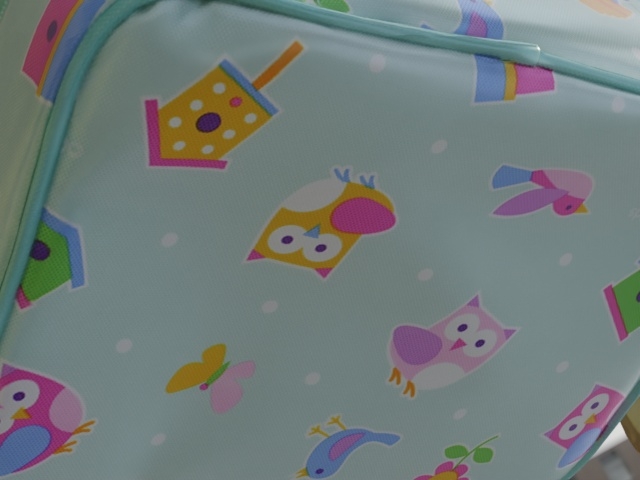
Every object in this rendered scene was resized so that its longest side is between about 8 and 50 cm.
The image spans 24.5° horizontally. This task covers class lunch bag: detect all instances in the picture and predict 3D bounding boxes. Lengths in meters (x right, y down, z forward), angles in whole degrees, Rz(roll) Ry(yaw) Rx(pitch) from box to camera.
[{"bbox_3d":[0.000,0.000,0.503,0.279,0.224,0.108,7,36,-31],"label":"lunch bag"}]

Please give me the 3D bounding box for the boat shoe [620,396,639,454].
[{"bbox_3d":[0.176,-0.071,0.601,0.123,0.123,0.342,-10,-97,59],"label":"boat shoe"}]
